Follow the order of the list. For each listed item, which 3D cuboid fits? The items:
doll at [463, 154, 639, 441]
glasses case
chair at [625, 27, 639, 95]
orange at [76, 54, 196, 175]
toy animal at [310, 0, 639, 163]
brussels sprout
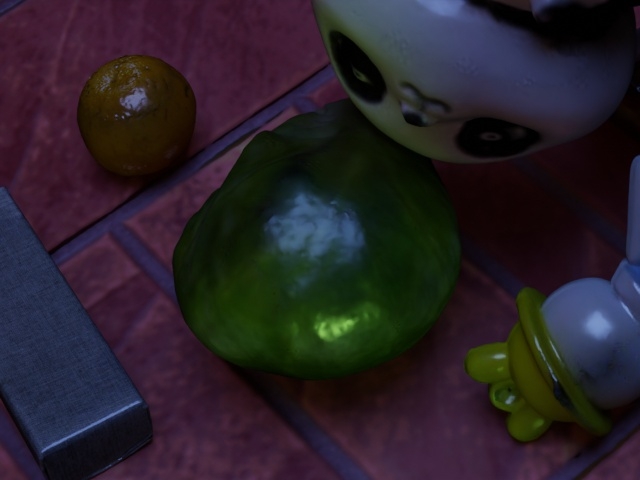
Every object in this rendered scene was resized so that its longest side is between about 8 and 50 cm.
[{"bbox_3d":[0.192,0.029,0.881,0.241,0.135,0.098,-32,46,12],"label":"doll"},{"bbox_3d":[-0.179,0.056,0.984,0.071,0.047,0.205,-27,53,-16],"label":"glasses case"},{"bbox_3d":[0.257,-0.112,0.996,0.176,0.183,0.326,-24,97,-10],"label":"chair"},{"bbox_3d":[-0.121,-0.082,1.066,0.083,0.070,0.083,-13,44,13],"label":"orange"},{"bbox_3d":[0.095,-0.146,0.861,0.187,0.235,0.165,31,40,3],"label":"toy animal"},{"bbox_3d":[0.004,0.003,0.937,0.162,0.144,0.180,-11,41,52],"label":"brussels sprout"}]
